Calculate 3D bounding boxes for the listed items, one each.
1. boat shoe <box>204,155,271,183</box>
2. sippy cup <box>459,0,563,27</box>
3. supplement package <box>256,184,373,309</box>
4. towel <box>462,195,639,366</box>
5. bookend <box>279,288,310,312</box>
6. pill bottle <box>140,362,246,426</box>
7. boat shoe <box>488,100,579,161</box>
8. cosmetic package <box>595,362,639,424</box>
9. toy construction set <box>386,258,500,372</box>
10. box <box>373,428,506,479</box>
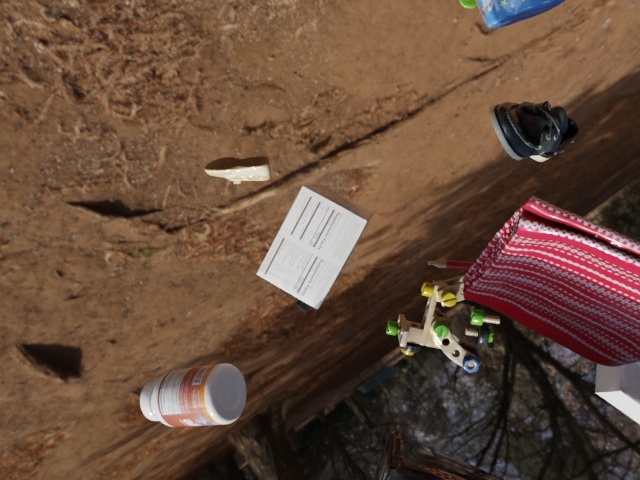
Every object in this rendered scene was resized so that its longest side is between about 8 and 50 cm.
[{"bbox_3d":[-0.199,-0.164,1.251,0.063,0.169,0.059,-68,152,-45],"label":"boat shoe"},{"bbox_3d":[0.404,-0.579,1.077,0.239,0.224,0.305,-15,-170,19],"label":"sippy cup"},{"bbox_3d":[0.000,0.000,1.119,0.204,0.145,0.262,-61,176,10],"label":"supplement package"},{"bbox_3d":[0.242,0.057,0.480,0.031,0.198,0.275,-61,167,-12],"label":"towel"},{"bbox_3d":[-0.071,0.094,1.458,0.157,0.156,0.072,-59,156,-11],"label":"bookend"},{"bbox_3d":[-0.274,0.331,1.099,0.216,0.121,0.121,-14,180,29],"label":"pill bottle"},{"bbox_3d":[0.457,-0.234,1.072,0.113,0.127,0.339,-24,162,37],"label":"boat shoe"},{"bbox_3d":[0.680,0.328,1.095,0.060,0.239,0.099,-32,-150,51],"label":"cosmetic package"},{"bbox_3d":[0.294,0.163,1.319,0.309,0.236,0.258,-76,169,-50],"label":"toy construction set"},{"bbox_3d":[0.189,0.277,0.474,0.293,0.295,0.074,54,59,-73],"label":"box"}]
